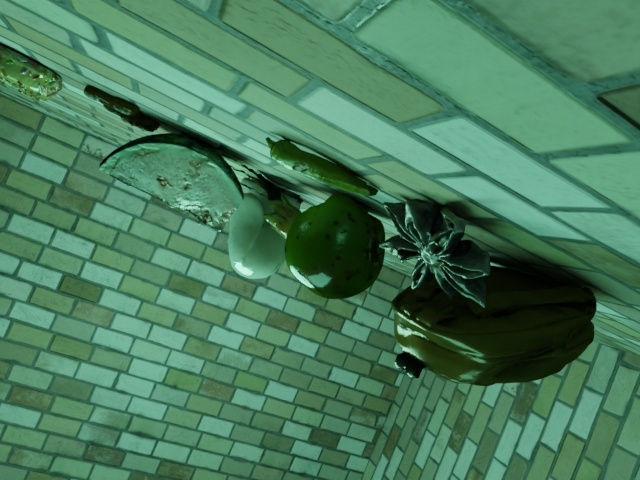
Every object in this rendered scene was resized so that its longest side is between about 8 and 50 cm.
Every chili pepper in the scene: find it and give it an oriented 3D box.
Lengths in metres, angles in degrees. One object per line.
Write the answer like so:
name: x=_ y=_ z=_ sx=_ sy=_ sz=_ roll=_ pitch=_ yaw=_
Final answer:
chili pepper: x=0.008 y=-0.107 z=0.732 sx=0.208 sy=0.043 sz=0.049 roll=23 pitch=165 yaw=-18

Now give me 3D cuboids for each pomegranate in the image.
pomegranate: x=0.000 y=0.000 z=1.035 sx=0.302 sy=0.235 sz=0.236 roll=21 pitch=176 yaw=30

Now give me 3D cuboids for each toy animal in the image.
toy animal: x=-0.149 y=-0.032 z=1.351 sx=0.249 sy=0.288 sz=0.174 roll=0 pitch=-171 yaw=-34

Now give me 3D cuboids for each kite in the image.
kite: x=-0.140 y=-0.131 z=1.136 sx=0.152 sy=0.015 sz=0.285 roll=55 pitch=-166 yaw=27

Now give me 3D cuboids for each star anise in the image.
star anise: x=0.189 y=0.008 z=0.736 sx=0.230 sy=0.081 sz=0.262 roll=52 pitch=162 yaw=18

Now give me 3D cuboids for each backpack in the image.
backpack: x=0.316 y=0.161 z=0.915 sx=0.379 sy=0.200 sz=0.354 roll=-7 pitch=-171 yaw=-22

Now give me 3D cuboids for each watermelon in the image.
watermelon: x=-0.331 y=-0.157 z=1.077 sx=0.305 sy=0.180 sz=0.224 roll=27 pitch=165 yaw=-21

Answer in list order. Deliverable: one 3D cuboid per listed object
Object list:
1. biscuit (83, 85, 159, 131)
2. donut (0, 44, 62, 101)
biscuit: x=-0.437 y=-0.285 z=1.060 sx=0.138 sy=0.031 sz=0.205 roll=23 pitch=179 yaw=0
donut: x=-0.644 y=-0.355 z=0.988 sx=0.175 sy=0.068 sz=0.174 roll=24 pitch=178 yaw=1
